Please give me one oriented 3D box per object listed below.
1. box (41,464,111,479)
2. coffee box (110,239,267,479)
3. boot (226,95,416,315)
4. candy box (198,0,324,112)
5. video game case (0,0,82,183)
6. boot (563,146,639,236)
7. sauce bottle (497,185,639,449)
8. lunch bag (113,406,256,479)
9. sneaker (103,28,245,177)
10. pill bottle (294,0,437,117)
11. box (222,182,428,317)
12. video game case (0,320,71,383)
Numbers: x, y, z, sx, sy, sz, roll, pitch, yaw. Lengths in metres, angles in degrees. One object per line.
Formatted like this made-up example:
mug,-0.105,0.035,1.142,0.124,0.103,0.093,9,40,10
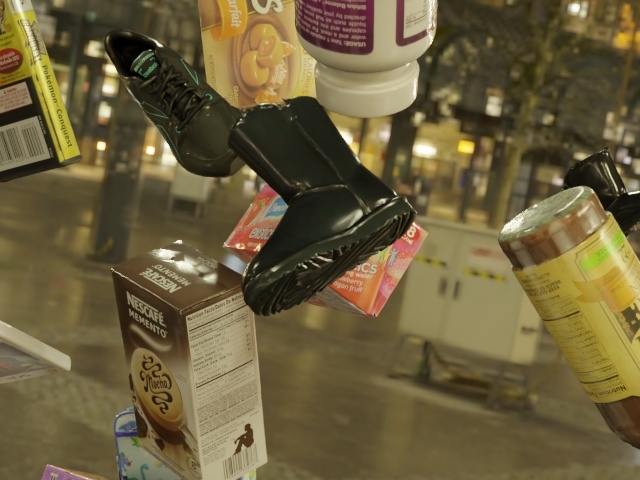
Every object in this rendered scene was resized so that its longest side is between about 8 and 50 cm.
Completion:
box,-0.250,0.411,1.935,0.293,0.057,0.201,17,-10,15
coffee box,-0.176,0.172,1.780,0.118,0.297,0.168,-24,33,-33
boot,-0.041,-0.046,1.438,0.246,0.094,0.207,-30,67,-34
candy box,-0.095,-0.355,2.037,0.182,0.317,0.087,-7,-8,2
video game case,-0.407,-0.183,1.488,0.274,0.248,0.035,-10,11,39
boot,0.340,-0.060,1.483,0.045,0.099,0.121,-9,-23,-46
sauce bottle,0.300,0.114,1.260,0.111,0.344,0.111,-32,8,5
lunch bag,-0.221,0.336,2.100,0.218,0.176,0.090,-6,3,19
sneaker,-0.182,-0.170,1.601,0.267,0.101,0.106,42,-1,35
pill bottle,0.052,-0.301,1.505,0.169,0.302,0.169,-1,35,1
box,0.000,0.000,1.807,0.154,0.142,0.300,37,-11,-17
video game case,-0.430,0.140,1.575,0.183,0.023,0.201,-12,-24,16
